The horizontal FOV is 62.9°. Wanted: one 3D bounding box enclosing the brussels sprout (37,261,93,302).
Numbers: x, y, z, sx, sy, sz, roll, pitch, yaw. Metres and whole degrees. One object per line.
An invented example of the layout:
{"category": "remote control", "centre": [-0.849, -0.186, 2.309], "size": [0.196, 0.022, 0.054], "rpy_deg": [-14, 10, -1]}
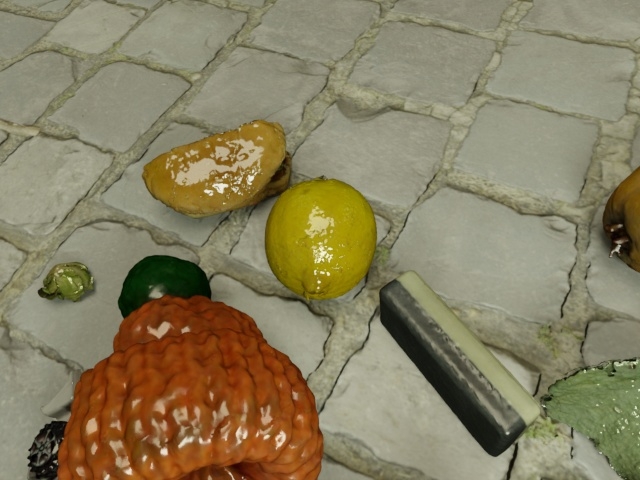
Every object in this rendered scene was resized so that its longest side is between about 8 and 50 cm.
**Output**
{"category": "brussels sprout", "centre": [-0.429, 0.067, 0.868], "size": [0.085, 0.058, 0.085], "rpy_deg": [-12, 57, 20]}

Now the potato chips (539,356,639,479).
{"category": "potato chips", "centre": [0.387, 0.218, 0.605], "size": [0.228, 0.167, 0.059], "rpy_deg": [36, 25, 25]}

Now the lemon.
{"category": "lemon", "centre": [0.000, 0.000, 0.785], "size": [0.173, 0.173, 0.206], "rpy_deg": [3, 49, 9]}

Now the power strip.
{"category": "power strip", "centre": [0.172, 0.153, 0.700], "size": [0.070, 0.105, 0.257], "rpy_deg": [-31, 58, -16]}

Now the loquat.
{"category": "loquat", "centre": [0.517, -0.036, 0.745], "size": [0.234, 0.176, 0.187], "rpy_deg": [-30, 14, 8]}

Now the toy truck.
{"category": "toy truck", "centre": [-0.307, 0.314, 0.644], "size": [0.111, 0.136, 0.286], "rpy_deg": [-22, 53, 17]}

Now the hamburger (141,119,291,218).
{"category": "hamburger", "centre": [-0.173, -0.113, 0.913], "size": [0.261, 0.124, 0.131], "rpy_deg": [-18, 57, -4]}

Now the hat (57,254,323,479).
{"category": "hat", "centre": [-0.159, 0.185, 0.689], "size": [0.285, 0.285, 0.400], "rpy_deg": [-15, 29, -3]}
